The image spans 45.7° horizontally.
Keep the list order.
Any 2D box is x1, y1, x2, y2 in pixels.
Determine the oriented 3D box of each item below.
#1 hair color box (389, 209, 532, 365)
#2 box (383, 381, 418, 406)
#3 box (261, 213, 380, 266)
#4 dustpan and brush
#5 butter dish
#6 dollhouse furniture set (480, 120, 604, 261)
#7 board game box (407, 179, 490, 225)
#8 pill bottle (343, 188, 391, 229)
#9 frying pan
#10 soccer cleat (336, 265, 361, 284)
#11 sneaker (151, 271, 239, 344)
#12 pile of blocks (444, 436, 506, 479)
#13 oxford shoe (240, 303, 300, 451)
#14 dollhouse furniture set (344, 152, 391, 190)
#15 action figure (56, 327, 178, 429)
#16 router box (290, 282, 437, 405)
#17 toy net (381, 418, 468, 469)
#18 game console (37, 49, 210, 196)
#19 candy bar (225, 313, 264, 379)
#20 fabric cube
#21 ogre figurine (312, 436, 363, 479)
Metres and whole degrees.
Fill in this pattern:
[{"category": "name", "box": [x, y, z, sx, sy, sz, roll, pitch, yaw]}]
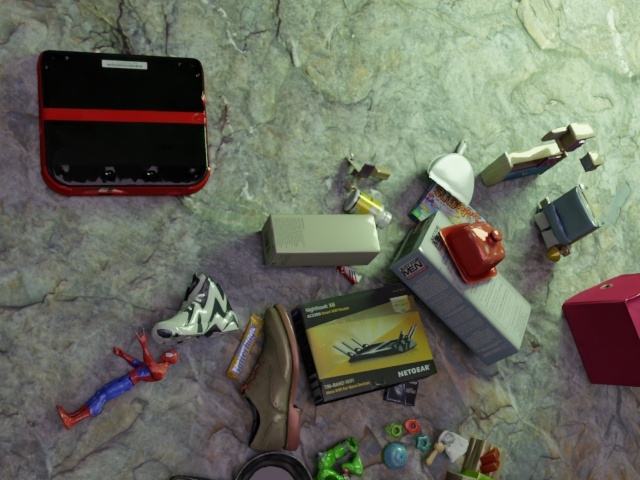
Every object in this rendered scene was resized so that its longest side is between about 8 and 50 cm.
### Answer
[{"category": "hair color box", "box": [0.368, 0.122, 1.961, 0.374, 0.114, 0.185, 45, 42, -10]}, {"category": "box", "box": [0.207, 0.386, 1.950, 0.083, 0.018, 0.067, 17, 78, -17]}, {"category": "box", "box": [0.000, 0.000, 1.873, 0.275, 0.094, 0.113, 1, 64, -20]}, {"category": "dustpan and brush", "box": [0.369, -0.204, 2.056, 0.147, 0.060, 0.211, 37, 64, -14]}, {"category": "butter dish", "box": [0.402, 0.011, 1.892, 0.160, 0.118, 0.160, -11, 70, -47]}, {"category": "dollhouse furniture set", "box": [0.618, -0.110, 2.027, 0.198, 0.286, 0.303, -14, 76, -21]}, {"category": "board game box", "box": [0.350, -0.057, 2.055, 0.201, 0.035, 0.136, 40, 71, -11]}, {"category": "pill bottle", "box": [0.123, -0.077, 1.958, 0.116, 0.065, 0.065, 32, 73, -14]}, {"category": "frying pan", "box": [-0.173, 0.606, 1.762, 0.327, 0.053, 0.197, -9, 84, -15]}, {"category": "soccer cleat", "box": [0.071, 0.077, 1.939, 0.083, 0.029, 0.035, 45, 59, -10]}, {"category": "sneaker", "box": [-0.297, 0.149, 1.733, 0.235, 0.094, 0.152, -4, 72, -44]}, {"category": "pile of blocks", "box": [0.369, 0.660, 1.922, 0.362, 0.113, 0.149, -43, 98, -20]}, {"category": "oxford shoe", "box": [-0.121, 0.324, 1.785, 0.130, 0.123, 0.347, -2, 82, -15]}, {"category": "dollhouse furniture set", "box": [0.117, -0.181, 2.001, 0.114, 0.091, 0.081, 7, 37, -41]}, {"category": "action figure", "box": [-0.455, 0.288, 1.678, 0.281, 0.091, 0.139, -25, 100, -21]}, {"category": "router box", "box": [0.107, 0.251, 1.872, 0.309, 0.081, 0.242, -10, 73, -21]}, {"category": "toy net", "box": [0.268, 0.515, 1.944, 0.232, 0.045, 0.122, 0, 81, -22]}, {"category": "game console", "box": [-0.456, -0.274, 1.784, 0.387, 0.060, 0.341, -2, 78, -21]}, {"category": "candy bar", "box": [-0.180, 0.258, 1.825, 0.040, 0.018, 0.161, 29, 73, -14]}, {"category": "fabric cube", "box": [0.879, 0.239, 2.092, 0.254, 0.258, 0.258, -21, 90, -21]}, {"category": "ogre figurine", "box": [0.042, 0.577, 1.823, 0.118, 0.097, 0.196, 10, 91, -31]}]
